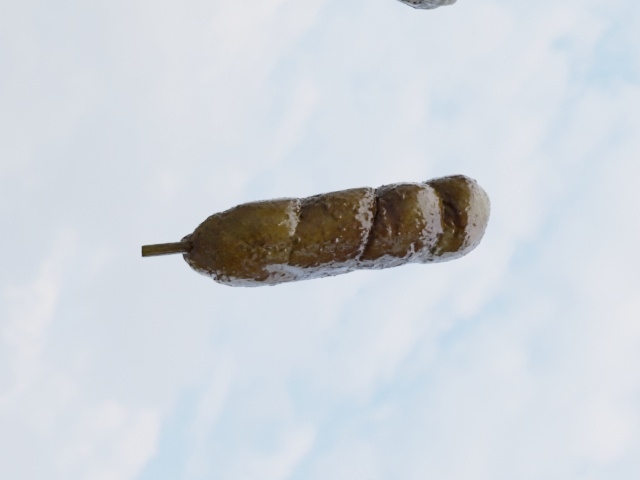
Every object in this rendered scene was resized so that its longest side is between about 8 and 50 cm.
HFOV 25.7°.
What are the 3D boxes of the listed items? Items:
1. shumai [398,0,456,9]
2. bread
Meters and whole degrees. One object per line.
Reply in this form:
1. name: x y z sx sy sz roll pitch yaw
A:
1. shumai: 0.167 -0.365 1.664 0.175 0.166 0.206 34 -59 53
2. bread: -0.001 -0.002 1.335 0.124 0.344 0.084 134 -54 -69
